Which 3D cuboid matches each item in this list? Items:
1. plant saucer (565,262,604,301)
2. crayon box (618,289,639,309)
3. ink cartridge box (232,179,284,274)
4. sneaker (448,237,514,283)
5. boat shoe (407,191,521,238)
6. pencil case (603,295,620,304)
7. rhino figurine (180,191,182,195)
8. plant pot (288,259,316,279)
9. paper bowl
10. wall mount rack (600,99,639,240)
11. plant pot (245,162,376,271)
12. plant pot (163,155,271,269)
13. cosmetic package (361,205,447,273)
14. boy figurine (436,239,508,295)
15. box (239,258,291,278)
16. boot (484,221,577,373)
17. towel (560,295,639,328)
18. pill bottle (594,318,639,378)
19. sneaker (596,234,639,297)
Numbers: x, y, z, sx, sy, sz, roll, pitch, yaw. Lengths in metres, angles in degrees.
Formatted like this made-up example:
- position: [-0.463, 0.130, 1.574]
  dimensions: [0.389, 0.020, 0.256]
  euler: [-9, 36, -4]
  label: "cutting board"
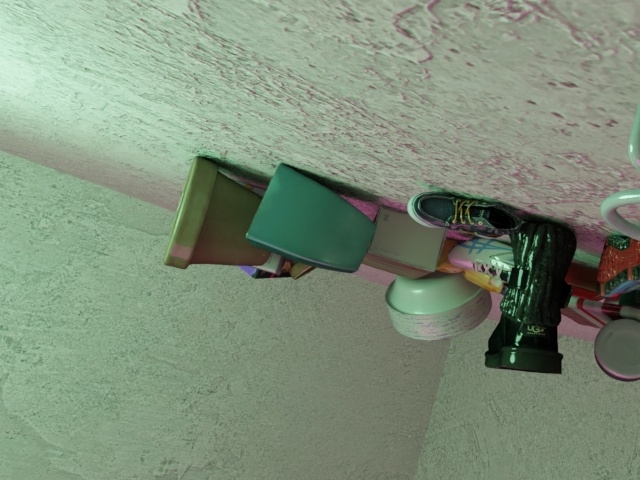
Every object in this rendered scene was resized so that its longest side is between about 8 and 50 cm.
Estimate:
- position: [0.571, 0.093, 1.397]
  dimensions: [0.259, 0.047, 0.258]
  euler: [14, 173, 16]
  label: "plant saucer"
- position: [0.759, 0.131, 1.076]
  dimensions: [0.319, 0.081, 0.202]
  euler: [18, 174, -2]
  label: "crayon box"
- position: [-0.215, -0.044, 1.563]
  dimensions: [0.278, 0.201, 0.117]
  euler: [17, 173, 3]
  label: "ink cartridge box"
- position: [0.391, 0.053, 1.274]
  dimensions: [0.237, 0.086, 0.085]
  euler: [8, 134, 26]
  label: "sneaker"
- position: [0.246, -0.048, 0.997]
  dimensions: [0.183, 0.065, 0.083]
  euler: [12, 172, -12]
  label: "boat shoe"
- position: [0.774, 0.182, 1.329]
  dimensions: [0.124, 0.113, 0.273]
  euler: [9, 176, -15]
  label: "pencil case"
- position: [-0.289, -0.117, 1.722]
  dimensions: [0.243, 0.073, 0.106]
  euler: [17, 177, -11]
  label: "rhino figurine"
- position: [0.000, 0.000, 1.574]
  dimensions: [0.109, 0.237, 0.237]
  euler: [57, 176, 5]
  label: "plant pot"
- position: [0.318, 0.138, 1.620]
  dimensions: [0.284, 0.284, 0.148]
  euler: [10, 127, 48]
  label: "paper bowl"
- position: [0.402, -0.040, 0.403]
  dimensions: [0.304, 0.130, 0.350]
  euler: [24, 171, -27]
  label: "wall mount rack"
- position: [-0.012, -0.027, 1.235]
  dimensions: [0.234, 0.165, 0.165]
  euler: [23, 174, -1]
  label: "plant pot"
- position: [-0.224, -0.042, 1.382]
  dimensions: [0.229, 0.263, 0.263]
  euler: [16, 174, -16]
  label: "plant pot"
- position: [0.192, 0.014, 1.419]
  dimensions: [0.160, 0.113, 0.309]
  euler: [17, 174, 4]
  label: "cosmetic package"
- position: [0.401, 0.094, 1.396]
  dimensions: [0.285, 0.092, 0.177]
  euler: [31, -179, 11]
  label: "boy figurine"
- position: [-0.161, 0.019, 1.860]
  dimensions: [0.165, 0.143, 0.270]
  euler: [35, -167, 24]
  label: "box"
- position: [0.397, 0.117, 1.111]
  dimensions: [0.131, 0.260, 0.348]
  euler: [4, 169, 9]
  label: "boot"
- position: [0.630, 0.158, 1.153]
  dimensions: [0.329, 0.037, 0.237]
  euler: [10, 169, 45]
  label: "towel"
- position: [0.584, 0.215, 1.123]
  dimensions: [0.108, 0.108, 0.180]
  euler: [14, 170, 28]
  label: "pill bottle"
- position: [0.516, 0.046, 0.899]
  dimensions: [0.125, 0.104, 0.262]
  euler: [14, 173, 7]
  label: "sneaker"
